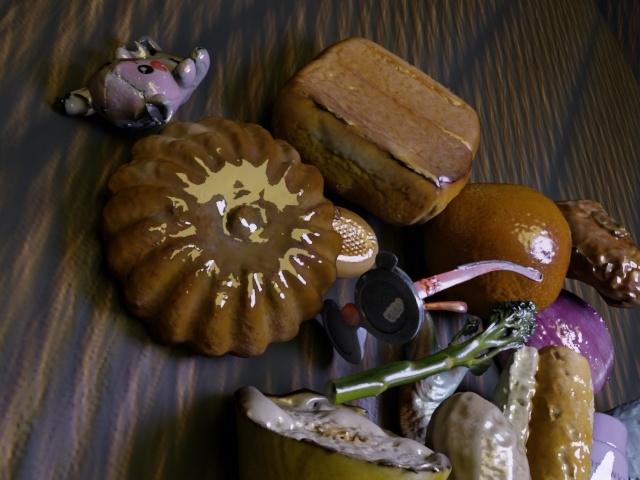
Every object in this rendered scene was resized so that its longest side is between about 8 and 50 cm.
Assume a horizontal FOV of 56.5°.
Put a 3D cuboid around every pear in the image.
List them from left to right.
[{"bbox_3d":[-0.002,0.280,0.669,0.267,0.267,0.178,23,81,-31],"label":"pear"}]

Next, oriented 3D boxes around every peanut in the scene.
[{"bbox_3d":[0.191,0.324,0.692,0.136,0.120,0.298,22,46,-18],"label":"peanut"}]

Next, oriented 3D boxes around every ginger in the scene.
[{"bbox_3d":[0.482,0.009,1.145,0.165,0.321,0.172,-17,112,-16],"label":"ginger"}]

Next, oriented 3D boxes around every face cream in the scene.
[{"bbox_3d":[0.458,0.426,1.006,0.154,0.096,0.273,32,49,0],"label":"face cream"}]

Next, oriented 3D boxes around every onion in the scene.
[{"bbox_3d":[0.444,0.157,1.159,0.267,0.159,0.348,-30,89,-50],"label":"onion"}]

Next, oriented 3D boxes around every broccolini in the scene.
[{"bbox_3d":[0.162,0.147,0.834,0.392,0.074,0.078,-7,91,-33],"label":"broccolini"}]

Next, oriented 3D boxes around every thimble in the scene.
[{"bbox_3d":[0.621,0.424,1.159,0.204,0.172,0.250,53,40,2],"label":"thimble"}]

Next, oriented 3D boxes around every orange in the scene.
[{"bbox_3d":[0.302,0.012,1.046,0.264,0.264,0.264,21,53,-32],"label":"orange"}]

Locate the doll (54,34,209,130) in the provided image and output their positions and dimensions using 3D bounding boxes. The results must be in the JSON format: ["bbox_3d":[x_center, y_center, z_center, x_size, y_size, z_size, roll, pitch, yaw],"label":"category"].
[{"bbox_3d":[-0.235,-0.208,0.801,0.149,0.095,0.192,15,37,13],"label":"doll"}]

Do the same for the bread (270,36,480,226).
[{"bbox_3d":[0.102,-0.191,1.036,0.337,0.148,0.328,32,42,-1],"label":"bread"}]

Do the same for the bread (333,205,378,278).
[{"bbox_3d":[0.000,0.000,0.908,0.189,0.077,0.114,12,76,-23],"label":"bread"}]

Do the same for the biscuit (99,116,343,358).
[{"bbox_3d":[-0.109,-0.015,0.758,0.326,0.107,0.325,11,66,-26],"label":"biscuit"}]

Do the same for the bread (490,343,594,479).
[{"bbox_3d":[0.311,0.361,0.882,0.236,0.165,0.375,76,30,-43],"label":"bread"}]

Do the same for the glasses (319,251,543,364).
[{"bbox_3d":[0.144,0.073,0.851,0.268,0.234,0.118,-17,75,-32],"label":"glasses"}]

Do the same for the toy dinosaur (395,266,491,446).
[{"bbox_3d":[0.187,0.223,0.941,0.206,0.092,0.392,-3,77,-37],"label":"toy dinosaur"}]
